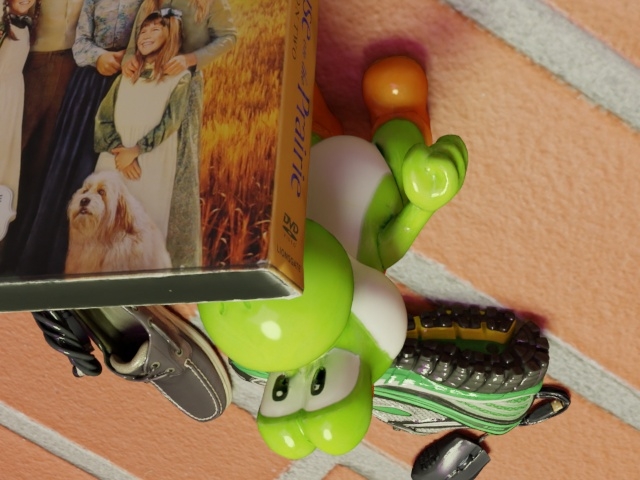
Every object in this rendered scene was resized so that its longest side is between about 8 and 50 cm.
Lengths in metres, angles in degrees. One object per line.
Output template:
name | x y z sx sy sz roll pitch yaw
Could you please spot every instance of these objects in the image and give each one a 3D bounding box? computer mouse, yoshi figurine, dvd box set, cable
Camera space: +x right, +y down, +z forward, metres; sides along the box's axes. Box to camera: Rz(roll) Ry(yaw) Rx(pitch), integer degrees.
computer mouse | 0.198 0.245 1.008 0.071 0.041 0.242 38 124 -11
yoshi figurine | -0.001 -0.019 0.664 0.203 0.362 0.203 22 137 -15
dvd box set | -0.151 -0.158 0.611 0.308 0.420 0.062 -3 158 17
cable | -0.316 0.082 0.975 0.047 0.150 0.184 -31 96 -13

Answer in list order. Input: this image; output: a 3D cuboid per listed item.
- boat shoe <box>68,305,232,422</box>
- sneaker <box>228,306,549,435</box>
boat shoe | -0.212 0.122 0.996 0.103 0.092 0.285 -20 116 27
sneaker | 0.064 0.153 0.921 0.344 0.134 0.146 8 126 9
